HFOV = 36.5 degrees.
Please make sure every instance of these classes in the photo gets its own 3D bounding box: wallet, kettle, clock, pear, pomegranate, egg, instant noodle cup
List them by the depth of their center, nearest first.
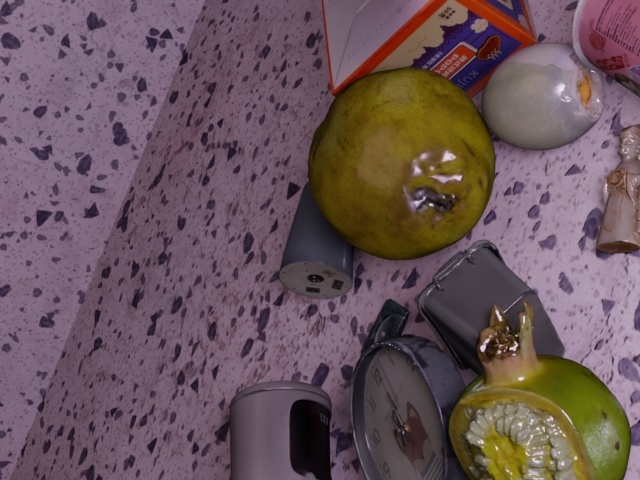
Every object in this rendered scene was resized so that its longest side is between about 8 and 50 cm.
[{"bbox_3d":[0.305,0.253,1.385,0.260,0.261,0.340,8,113,58],"label":"pomegranate"},{"bbox_3d":[0.536,-0.298,1.430,0.243,0.243,0.231,-54,41,22],"label":"instant noodle cup"},{"bbox_3d":[0.153,0.324,1.668,0.325,0.067,0.324,19,111,60],"label":"clock"},{"bbox_3d":[0.371,-0.244,1.672,0.217,0.183,0.183,-9,64,44],"label":"egg"},{"bbox_3d":[0.153,-0.140,1.809,0.352,0.352,0.413,-59,37,15],"label":"pear"},{"bbox_3d":[0.128,0.185,1.934,0.088,0.026,0.129,35,102,58],"label":"wallet"},{"bbox_3d":[0.000,0.000,2.159,0.210,0.160,0.243,107,173,-57],"label":"kettle"}]

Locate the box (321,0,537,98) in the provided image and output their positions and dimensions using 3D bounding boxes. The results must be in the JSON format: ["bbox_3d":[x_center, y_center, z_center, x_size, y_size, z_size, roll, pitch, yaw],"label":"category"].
[{"bbox_3d":[0.211,-0.453,1.978,0.349,0.257,0.318,-40,43,36],"label":"box"}]

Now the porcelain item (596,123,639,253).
[{"bbox_3d":[0.484,-0.088,1.535,0.084,0.054,0.213,-9,63,53],"label":"porcelain item"}]

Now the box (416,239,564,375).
[{"bbox_3d":[0.278,0.135,1.537,0.163,0.243,0.135,-40,42,-5],"label":"box"}]

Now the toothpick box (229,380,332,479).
[{"bbox_3d":[-0.086,0.458,1.913,0.229,0.229,0.316,-36,45,41],"label":"toothpick box"}]
